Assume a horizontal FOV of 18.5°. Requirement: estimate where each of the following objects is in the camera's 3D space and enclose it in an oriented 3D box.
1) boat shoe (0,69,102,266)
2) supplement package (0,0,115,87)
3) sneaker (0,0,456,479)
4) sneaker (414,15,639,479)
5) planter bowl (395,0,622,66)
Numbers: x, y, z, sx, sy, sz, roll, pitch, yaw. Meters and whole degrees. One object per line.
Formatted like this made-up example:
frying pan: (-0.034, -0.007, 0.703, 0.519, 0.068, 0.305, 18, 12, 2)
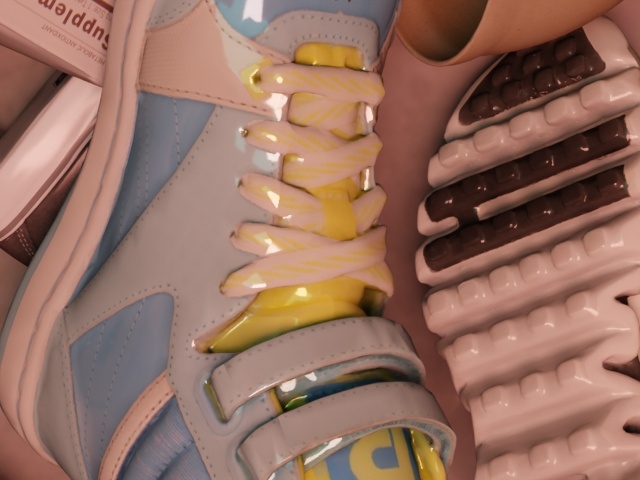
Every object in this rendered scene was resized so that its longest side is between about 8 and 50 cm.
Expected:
boat shoe: (-0.056, -0.074, 0.836, 0.076, 0.080, 0.228, 41, 92, -16)
supplement package: (-0.110, -0.206, 0.775, 0.134, 0.139, 0.244, 24, 86, 36)
sneaker: (0.000, 0.000, 0.735, 0.208, 0.127, 0.319, 46, 124, 42)
sneaker: (0.112, 0.051, 0.787, 0.110, 0.118, 0.292, -17, 63, 34)
planter bowl: (0.090, -0.153, 0.780, 0.109, 0.162, 0.162, -6, 89, -18)
